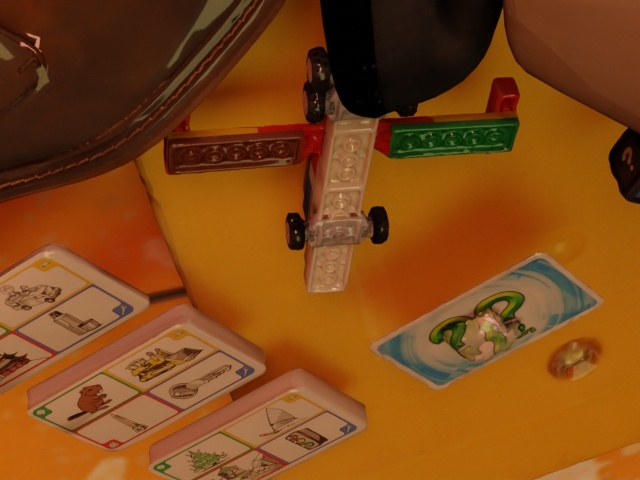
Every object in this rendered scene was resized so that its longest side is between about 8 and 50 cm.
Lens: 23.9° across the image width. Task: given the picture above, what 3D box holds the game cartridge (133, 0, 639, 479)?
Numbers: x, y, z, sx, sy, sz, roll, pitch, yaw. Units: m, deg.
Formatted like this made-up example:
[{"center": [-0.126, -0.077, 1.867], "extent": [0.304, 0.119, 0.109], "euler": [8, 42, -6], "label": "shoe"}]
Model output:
[{"center": [0.087, -0.014, 0.602], "extent": [0.285, 0.052, 0.323], "euler": [-19, 137, -2], "label": "game cartridge"}]

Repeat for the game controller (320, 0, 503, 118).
[{"center": [0.017, -0.178, 0.304], "extent": [0.067, 0.166, 0.319], "euler": [11, 141, 16], "label": "game controller"}]

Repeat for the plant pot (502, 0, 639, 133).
[{"center": [0.199, -0.108, 0.346], "extent": [0.280, 0.323, 0.323], "euler": [13, 139, 13], "label": "plant pot"}]

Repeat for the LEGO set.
[{"center": [0.000, 0.000, 0.525], "extent": [0.244, 0.060, 0.182], "euler": [-30, 140, 24], "label": "LEGO set"}]

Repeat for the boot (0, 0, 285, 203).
[{"center": [-0.102, -0.066, 0.432], "extent": [0.219, 0.082, 0.106], "euler": [-35, 138, 23], "label": "boot"}]
